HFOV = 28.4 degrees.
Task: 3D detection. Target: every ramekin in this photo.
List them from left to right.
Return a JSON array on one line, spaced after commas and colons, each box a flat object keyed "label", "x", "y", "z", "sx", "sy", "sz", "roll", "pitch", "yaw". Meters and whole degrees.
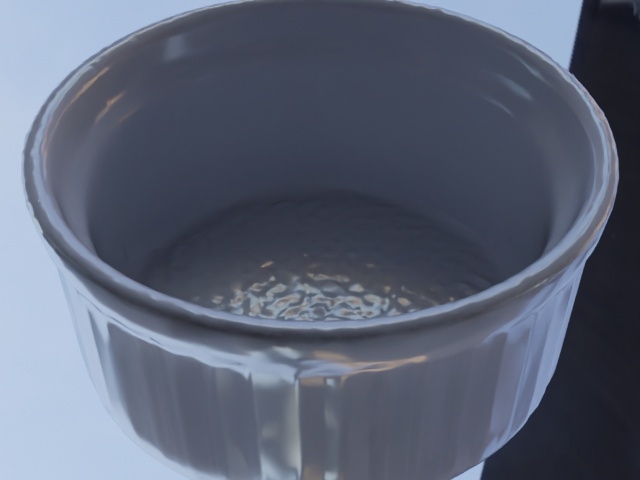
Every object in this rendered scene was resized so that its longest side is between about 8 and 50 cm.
[{"label": "ramekin", "x": 0.000, "y": 0.000, "z": 0.634, "sx": 0.277, "sy": 0.277, "sz": 0.135, "roll": 10, "pitch": -49, "yaw": 13}]
